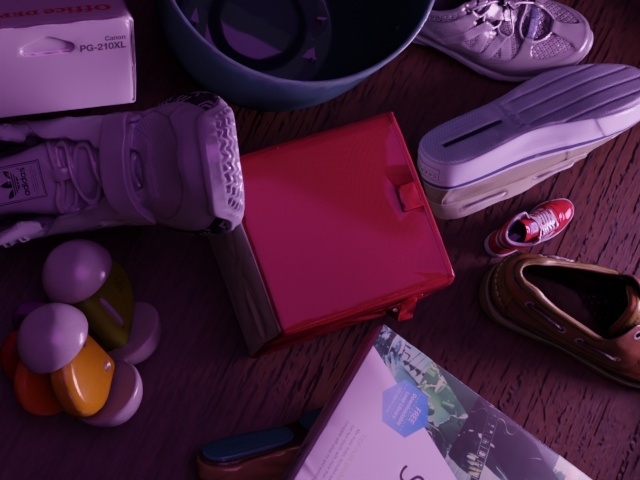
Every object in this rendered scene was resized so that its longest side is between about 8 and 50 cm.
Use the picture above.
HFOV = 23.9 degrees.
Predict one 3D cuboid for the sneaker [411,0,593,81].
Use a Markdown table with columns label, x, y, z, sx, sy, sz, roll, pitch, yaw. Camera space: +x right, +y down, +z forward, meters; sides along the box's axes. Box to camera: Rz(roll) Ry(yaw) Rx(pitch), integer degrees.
| label | x | y | z | sx | sy | sz | roll | pitch | yaw |
| --- | --- | --- | --- | --- | --- | --- | --- | --- | --- |
| sneaker | 0.184 | -0.255 | 1.721 | 0.281 | 0.115 | 0.105 | 10 | 76 | -11 |

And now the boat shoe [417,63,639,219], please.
| label | x | y | z | sx | sy | sz | roll | pitch | yaw |
| --- | --- | --- | --- | --- | --- | --- | --- | --- | --- |
| boat shoe | 0.243 | -0.117 | 1.722 | 0.302 | 0.094 | 0.109 | -20 | 47 | -15 |

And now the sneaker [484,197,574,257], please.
| label | x | y | z | sx | sy | sz | roll | pitch | yaw |
| --- | --- | --- | --- | --- | --- | --- | --- | --- | --- |
| sneaker | 0.247 | -0.019 | 1.711 | 0.118 | 0.067 | 0.042 | -28 | 86 | -17 |

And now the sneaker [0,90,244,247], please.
| label | x | y | z | sx | sy | sz | roll | pitch | yaw |
| --- | --- | --- | --- | --- | --- | --- | --- | --- | --- |
| sneaker | -0.215 | -0.059 | 1.447 | 0.210 | 0.366 | 0.137 | -11 | 97 | -24 |

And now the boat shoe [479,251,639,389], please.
| label | x | y | z | sx | sy | sz | roll | pitch | yaw |
| --- | --- | --- | --- | --- | --- | --- | --- | --- | --- |
| boat shoe | 0.333 | 0.093 | 1.687 | 0.307 | 0.104 | 0.111 | 15 | 73 | -11 |

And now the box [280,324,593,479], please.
| label | x | y | z | sx | sy | sz | roll | pitch | yaw |
| --- | --- | --- | --- | --- | --- | --- | --- | --- | --- |
| box | 0.128 | 0.271 | 1.547 | 0.322 | 0.058 | 0.232 | 37 | 60 | -9 |

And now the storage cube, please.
| label | x | y | z | sx | sy | sz | roll | pitch | yaw |
| --- | --- | --- | --- | --- | --- | --- | --- | --- | --- |
| storage cube | 0.000 | 0.000 | 1.587 | 0.193 | 0.183 | 0.215 | -17 | 83 | -16 |

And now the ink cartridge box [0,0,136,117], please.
| label | x | y | z | sx | sy | sz | roll | pitch | yaw |
| --- | --- | --- | --- | --- | --- | --- | --- | --- | --- |
| ink cartridge box | -0.294 | -0.223 | 1.537 | 0.172 | 0.237 | 0.100 | -8 | 123 | -15 |

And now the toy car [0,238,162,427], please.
| label | x | y | z | sx | sy | sz | roll | pitch | yaw |
| --- | --- | --- | --- | --- | --- | --- | --- | --- | --- |
| toy car | -0.256 | 0.098 | 1.535 | 0.159 | 0.136 | 0.182 | 55 | 38 | -42 |

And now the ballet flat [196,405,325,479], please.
| label | x | y | z | sx | sy | sz | roll | pitch | yaw |
| --- | --- | --- | --- | --- | --- | --- | --- | --- | --- |
| ballet flat | -0.018 | 0.223 | 1.603 | 0.232 | 0.080 | 0.073 | -14 | 110 | -14 |

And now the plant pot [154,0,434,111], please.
| label | x | y | z | sx | sy | sz | roll | pitch | yaw |
| --- | --- | --- | --- | --- | --- | --- | --- | --- | --- |
| plant pot | -0.045 | -0.269 | 1.607 | 0.293 | 0.235 | 0.293 | 3 | 77 | -12 |
